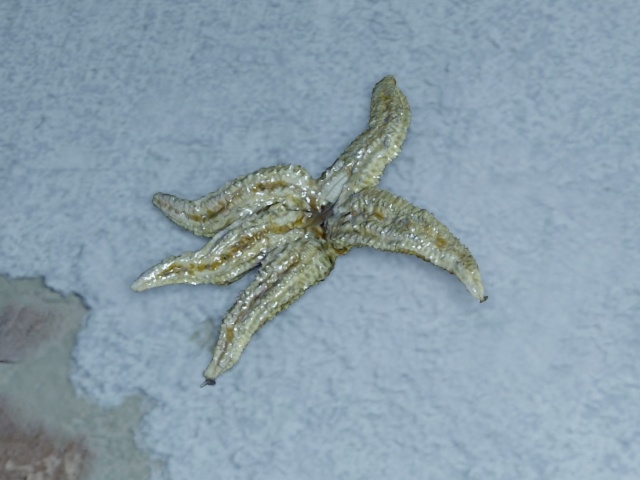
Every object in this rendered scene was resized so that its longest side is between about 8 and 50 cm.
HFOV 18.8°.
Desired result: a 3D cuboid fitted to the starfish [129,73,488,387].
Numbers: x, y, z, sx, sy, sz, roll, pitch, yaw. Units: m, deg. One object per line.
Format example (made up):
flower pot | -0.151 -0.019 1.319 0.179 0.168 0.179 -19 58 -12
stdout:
starfish | -0.023 0.009 1.726 0.293 0.084 0.301 -24 51 4
